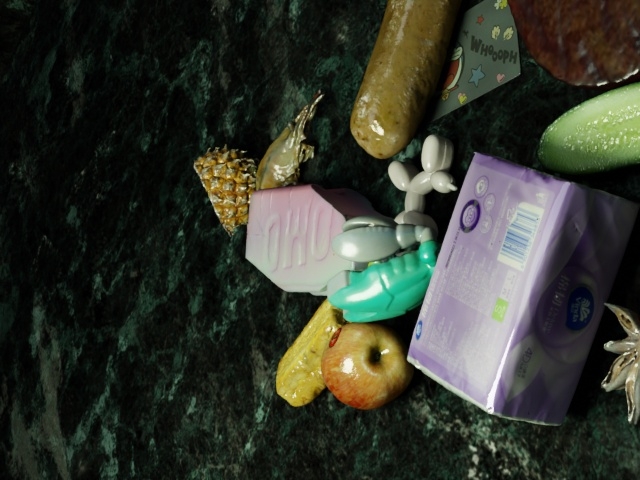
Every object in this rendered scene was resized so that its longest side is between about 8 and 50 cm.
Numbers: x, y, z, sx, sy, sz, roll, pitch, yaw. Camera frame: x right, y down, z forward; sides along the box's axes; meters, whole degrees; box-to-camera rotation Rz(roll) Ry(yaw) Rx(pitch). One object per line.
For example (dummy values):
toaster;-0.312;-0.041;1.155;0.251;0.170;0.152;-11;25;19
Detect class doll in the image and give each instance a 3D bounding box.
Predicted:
doll;0.139;0.046;1.949;0.195;0.258;0.153;86;-177;-48
doll;0.165;-0.074;2.020;0.161;0.059;0.160;-36;51;42

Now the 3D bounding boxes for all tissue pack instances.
tissue pack;0.278;0.068;1.728;0.242;0.160;0.338;31;106;60

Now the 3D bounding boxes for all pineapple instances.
pineapple;-0.158;-0.118;2.440;0.137;0.161;0.176;-25;47;4

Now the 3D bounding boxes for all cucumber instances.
cucumber;0.404;-0.148;1.708;0.244;0.063;0.115;-10;80;52

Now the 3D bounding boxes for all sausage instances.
sausage;0.164;-0.378;2.048;0.123;0.136;0.501;19;93;33

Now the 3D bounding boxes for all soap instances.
soap;0.000;0.000;2.169;0.324;0.109;0.193;-1;84;52

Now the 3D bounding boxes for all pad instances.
pad;0.237;-0.304;2.041;0.245;0.006;0.170;-26;59;49

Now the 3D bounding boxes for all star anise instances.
star anise;0.436;0.134;1.578;0.195;0.065;0.182;-36;47;48

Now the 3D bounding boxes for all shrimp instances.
shrimp;-0.033;-0.167;2.328;0.117;0.066;0.262;43;123;8

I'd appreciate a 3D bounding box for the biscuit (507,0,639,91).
biscuit;0.418;-0.407;1.713;0.407;0.091;0.407;1;91;56

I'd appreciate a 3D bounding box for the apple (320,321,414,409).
apple;0.077;0.199;1.979;0.131;0.146;0.146;133;137;-57

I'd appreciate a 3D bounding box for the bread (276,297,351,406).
bread;-0.001;0.192;2.134;0.211;0.083;0.114;-51;21;33
